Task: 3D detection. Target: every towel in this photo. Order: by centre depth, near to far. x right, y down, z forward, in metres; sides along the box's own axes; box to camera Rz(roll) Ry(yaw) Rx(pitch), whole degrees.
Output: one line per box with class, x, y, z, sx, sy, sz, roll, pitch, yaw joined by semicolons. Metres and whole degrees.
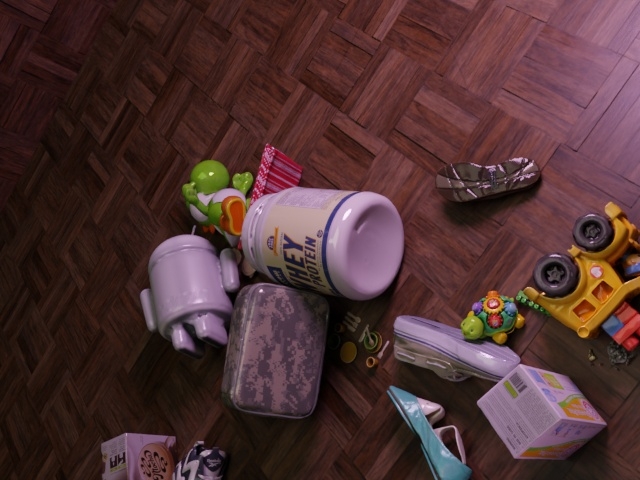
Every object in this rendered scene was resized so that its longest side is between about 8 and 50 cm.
towel;-0.117;-0.080;1.833;0.031;0.199;0.275;11;83;24

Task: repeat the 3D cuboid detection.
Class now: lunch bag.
lunch bag;-0.122;0.251;1.706;0.256;0.212;0.305;160;119;-66

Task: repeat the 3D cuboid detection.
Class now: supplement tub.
supplement tub;0.000;0.000;1.667;0.324;0.235;0.236;7;80;43

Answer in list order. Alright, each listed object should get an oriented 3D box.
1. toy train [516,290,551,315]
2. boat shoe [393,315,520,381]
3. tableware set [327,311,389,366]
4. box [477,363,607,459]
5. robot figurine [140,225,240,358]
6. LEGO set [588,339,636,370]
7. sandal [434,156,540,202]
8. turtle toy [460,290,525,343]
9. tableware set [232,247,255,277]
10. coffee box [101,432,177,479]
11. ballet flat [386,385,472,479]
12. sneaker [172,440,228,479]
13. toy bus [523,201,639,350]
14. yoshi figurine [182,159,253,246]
toy train;0.411;0.119;1.407;0.083;0.017;0.024;27;83;44
boat shoe;0.263;0.228;1.459;0.302;0.109;0.094;17;104;52
tableware set;0.079;0.233;1.660;0.154;0.024;0.104;35;99;43
box;0.378;0.294;1.246;0.103;0.203;0.114;-48;51;20
robot figurine;-0.345;0.131;1.954;0.299;0.200;0.354;-25;58;10
LEGO set;0.506;0.202;1.287;0.083;0.023;0.054;-31;57;30
sandal;0.347;-0.124;1.528;0.219;0.060;0.090;-10;74;24
turtle toy;0.324;0.148;1.415;0.130;0.066;0.095;-37;46;-15
tableware set;-0.198;0.020;1.987;0.168;0.020;0.141;20;86;46
coffee box;-0.460;0.661;1.893;0.118;0.168;0.297;-29;57;31
ballet flat;0.222;0.377;1.455;0.087;0.083;0.247;-31;53;1
sneaker;-0.272;0.589;1.800;0.235;0.094;0.153;47;116;51
toy bus;0.497;0.075;1.270;0.220;0.149;0.211;-51;62;13
yoshi figurine;-0.267;-0.128;1.988;0.203;0.203;0.362;-54;33;-14
